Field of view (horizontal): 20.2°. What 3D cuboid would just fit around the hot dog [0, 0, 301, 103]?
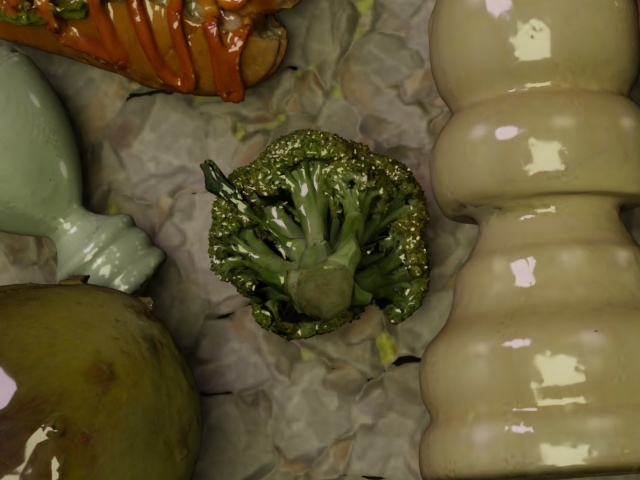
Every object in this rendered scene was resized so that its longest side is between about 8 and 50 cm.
[{"bbox_3d":[-0.174,-0.194,1.076,0.349,0.117,0.158,22,94,13],"label":"hot dog"}]

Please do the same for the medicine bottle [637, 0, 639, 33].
[{"bbox_3d":[0.291,-0.076,0.913,0.242,0.242,0.395,-9,95,13],"label":"medicine bottle"}]

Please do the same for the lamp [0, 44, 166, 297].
[{"bbox_3d":[-0.177,-0.035,1.088,0.106,0.106,0.193,-43,90,9],"label":"lamp"}]

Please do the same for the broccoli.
[{"bbox_3d":[0.000,0.000,1.029,0.130,0.120,0.131,-5,120,-2],"label":"broccoli"}]

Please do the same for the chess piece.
[{"bbox_3d":[0.127,-0.017,0.991,0.167,0.167,0.300,-5,80,13],"label":"chess piece"}]

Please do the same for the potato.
[{"bbox_3d":[-0.179,0.166,1.001,0.210,0.173,0.307,4,73,14],"label":"potato"}]
